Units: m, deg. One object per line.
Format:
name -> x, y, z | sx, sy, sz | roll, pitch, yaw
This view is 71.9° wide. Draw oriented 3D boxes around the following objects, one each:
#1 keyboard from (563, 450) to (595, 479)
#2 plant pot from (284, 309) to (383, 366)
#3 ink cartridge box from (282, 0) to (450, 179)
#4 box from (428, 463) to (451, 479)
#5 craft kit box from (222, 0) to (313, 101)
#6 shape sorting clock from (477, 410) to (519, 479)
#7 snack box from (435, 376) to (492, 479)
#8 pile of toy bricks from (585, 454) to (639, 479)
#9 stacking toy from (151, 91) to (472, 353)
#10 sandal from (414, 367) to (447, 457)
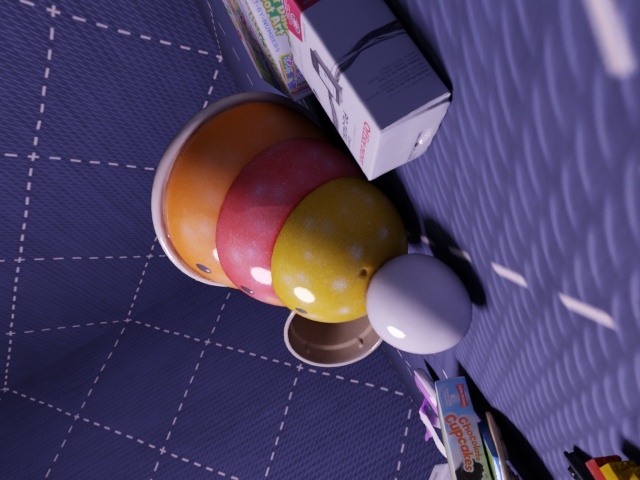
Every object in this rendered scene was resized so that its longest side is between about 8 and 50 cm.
keyboard -> 0.333, 0.369, 0.393 | 0.317, 0.033, 0.201 | 60, -178, -3
plant pot -> 0.032, 0.200, 1.505 | 0.305, 0.334, 0.334 | -104, -11, -56
ink cartridge box -> 0.034, -0.140, 0.376 | 0.150, 0.063, 0.109 | 60, 176, 11
box -> 0.379, 0.680, 1.168 | 0.170, 0.091, 0.130 | 27, 154, 13
craft kit box -> -0.101, -0.353, 0.664 | 0.250, 0.061, 0.246 | 62, 173, -32
shape sorting clock -> 0.295, 0.381, 0.702 | 0.206, 0.040, 0.206 | -12, -90, -81
snack box -> 0.259, 0.421, 0.758 | 0.187, 0.060, 0.322 | 67, -166, -55
pile of toy bricks -> 0.244, 0.227, 0.262 | 0.212, 0.118, 0.105 | -109, 34, -44
stacking toy -> 0.000, 0.000, 0.633 | 0.480, 0.350, 0.350 | 34, 158, 44
sandal -> 0.336, 0.526, 1.180 | 0.416, 0.102, 0.169 | 59, 177, -17
